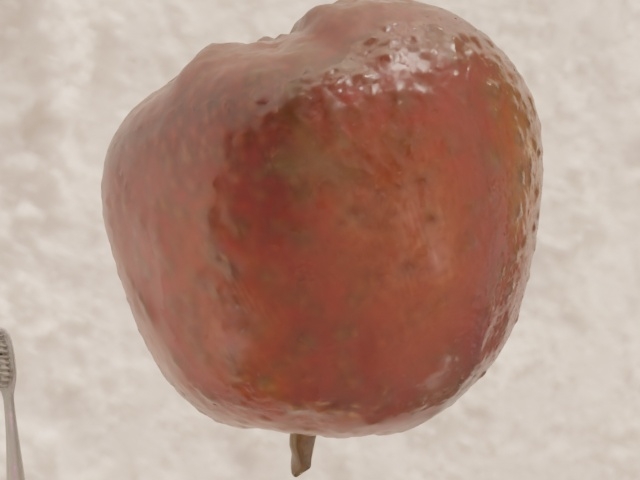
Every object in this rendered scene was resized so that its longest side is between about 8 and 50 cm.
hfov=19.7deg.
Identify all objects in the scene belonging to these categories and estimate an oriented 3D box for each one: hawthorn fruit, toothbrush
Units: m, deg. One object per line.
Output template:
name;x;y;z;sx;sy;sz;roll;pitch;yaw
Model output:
hawthorn fruit;0.000;0.000;1.124;0.275;0.275;0.300;-4;101;-42
toothbrush;-0.186;0.181;1.151;0.024;0.018;0.257;6;74;-71
